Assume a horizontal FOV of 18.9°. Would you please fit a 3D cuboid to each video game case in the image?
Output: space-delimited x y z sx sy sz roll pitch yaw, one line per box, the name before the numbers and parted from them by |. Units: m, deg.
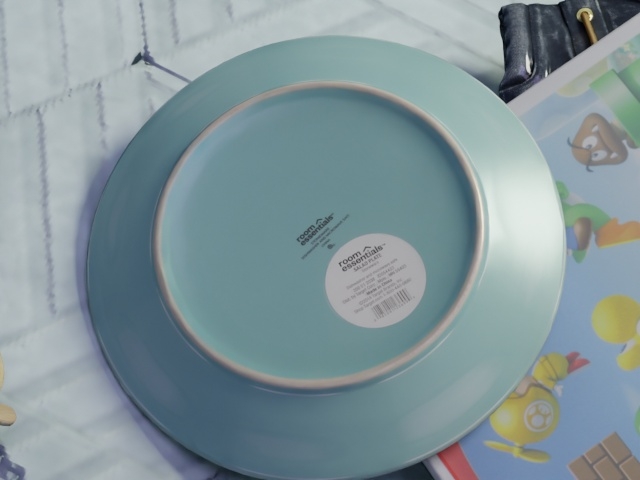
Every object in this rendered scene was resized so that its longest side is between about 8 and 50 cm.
video game case | 0.157 0.005 0.737 0.285 0.025 0.204 -35 67 -3

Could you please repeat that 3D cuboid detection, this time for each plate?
plate | 0.000 0.000 0.737 0.188 0.024 0.188 -3 67 6

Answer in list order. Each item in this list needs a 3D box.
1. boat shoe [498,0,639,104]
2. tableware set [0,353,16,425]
boat shoe | 0.120 -0.021 0.803 0.083 0.065 0.183 -5 66 4
tableware set | -0.178 0.004 0.688 0.141 0.020 0.169 11 43 -42
